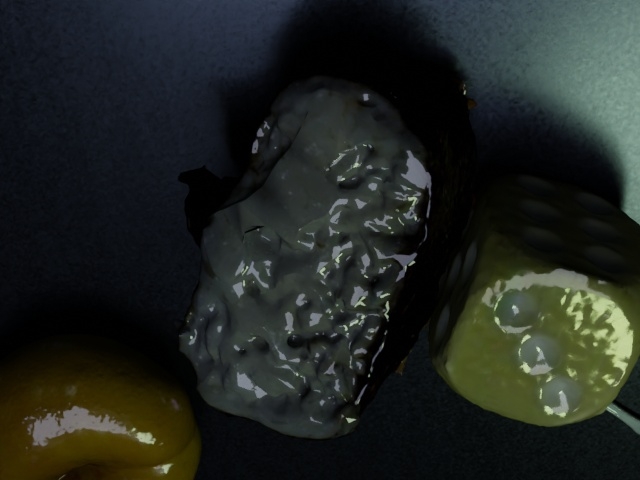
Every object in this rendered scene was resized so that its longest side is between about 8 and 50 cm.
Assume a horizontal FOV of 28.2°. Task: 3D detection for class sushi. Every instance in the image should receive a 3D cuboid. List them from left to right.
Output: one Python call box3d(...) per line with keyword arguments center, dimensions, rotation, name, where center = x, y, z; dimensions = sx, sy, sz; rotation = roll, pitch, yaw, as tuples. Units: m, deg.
box3d(center=(0.000, 0.000, 1.138), dimensions=(0.234, 0.207, 0.348), rotation=(30, 112, 15), name="sushi")

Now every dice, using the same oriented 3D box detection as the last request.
box3d(center=(0.201, 0.053, 1.169), dimensions=(0.166, 0.169, 0.169), rotation=(16, 121, -6), name="dice")

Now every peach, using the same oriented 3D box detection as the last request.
box3d(center=(-0.245, 0.209, 1.319), dimensions=(0.251, 0.153, 0.251), rotation=(5, 130, 6), name="peach")

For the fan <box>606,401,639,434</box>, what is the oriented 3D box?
box3d(center=(0.263, 0.147, 1.329), dimensions=(0.227, 0.008, 0.152), rotation=(35, 118, -18), name="fan")
